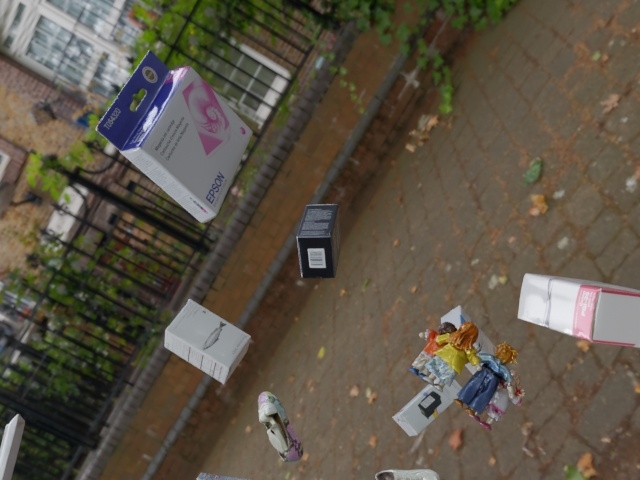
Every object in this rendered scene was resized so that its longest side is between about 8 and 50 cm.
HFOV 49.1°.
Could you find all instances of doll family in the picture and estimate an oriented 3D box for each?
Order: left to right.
[{"bbox_3d":[0.321,0.267,1.453,0.163,0.263,0.118,-52,-5,-8],"label":"doll family"}]

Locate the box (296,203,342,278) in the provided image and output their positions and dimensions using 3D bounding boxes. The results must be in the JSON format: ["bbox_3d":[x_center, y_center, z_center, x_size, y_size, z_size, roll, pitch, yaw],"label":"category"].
[{"bbox_3d":[0.000,0.000,2.179,0.207,0.108,0.153,-76,-17,-59],"label":"box"}]

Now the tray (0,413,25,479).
[{"bbox_3d":[-0.796,0.580,1.760,0.145,0.030,0.271,125,153,-64],"label":"tray"}]

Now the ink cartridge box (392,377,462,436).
[{"bbox_3d":[0.287,0.439,1.870,0.175,0.072,0.127,-39,-12,-13],"label":"ink cartridge box"}]

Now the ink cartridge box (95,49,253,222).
[{"bbox_3d":[-0.329,-0.263,1.676,0.071,0.330,0.324,-22,37,35],"label":"ink cartridge box"}]

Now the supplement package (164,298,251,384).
[{"bbox_3d":[-0.274,0.245,1.697,0.105,0.179,0.105,-56,-7,-35],"label":"supplement package"}]

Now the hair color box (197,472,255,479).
[{"bbox_3d":[-0.151,0.735,1.838,0.113,0.374,0.186,109,170,-78],"label":"hair color box"}]

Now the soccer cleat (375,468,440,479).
[{"bbox_3d":[0.255,0.706,2.062,0.196,0.076,0.068,-12,60,32],"label":"soccer cleat"}]

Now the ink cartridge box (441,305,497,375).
[{"bbox_3d":[0.461,0.316,2.159,0.082,0.191,0.140,-36,13,20],"label":"ink cartridge box"}]

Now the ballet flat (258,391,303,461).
[{"bbox_3d":[-0.125,0.515,1.947,0.077,0.222,0.079,-46,-30,23],"label":"ballet flat"}]

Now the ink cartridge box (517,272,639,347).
[{"bbox_3d":[0.606,0.153,1.563,0.283,0.207,0.117,-164,81,-73],"label":"ink cartridge box"}]
